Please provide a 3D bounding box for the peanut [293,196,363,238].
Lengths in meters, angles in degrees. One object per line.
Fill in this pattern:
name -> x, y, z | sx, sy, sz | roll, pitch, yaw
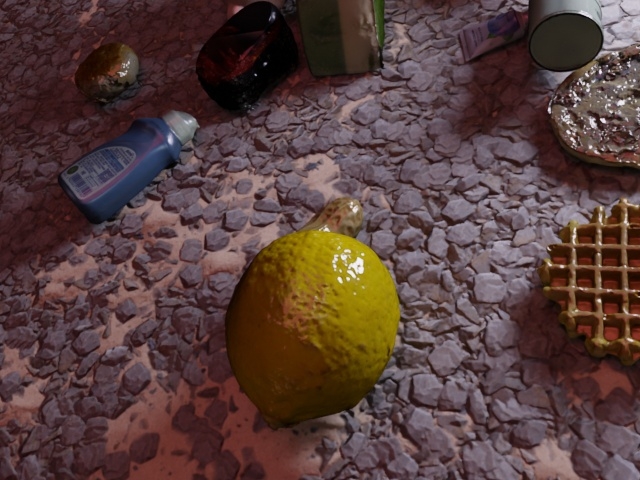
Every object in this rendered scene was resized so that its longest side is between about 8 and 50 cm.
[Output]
peanut -> 0.000, 0.000, 1.255 | 0.083, 0.093, 0.194 | 27, 72, 45

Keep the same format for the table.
table -> 0.436, -0.418, 1.331 | 0.126, 0.126, 0.220 | -1, 50, 18

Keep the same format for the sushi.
sushi -> -0.147, -0.374, 1.521 | 0.136, 0.126, 0.225 | 33, 80, 31

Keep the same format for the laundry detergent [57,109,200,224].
laundry detergent -> -0.374, -0.161, 1.484 | 0.290, 0.094, 0.143 | -37, 49, -10

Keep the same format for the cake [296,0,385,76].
cake -> 0.051, -0.496, 1.501 | 0.158, 0.172, 0.283 | -2, 57, 15

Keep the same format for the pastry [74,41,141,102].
pastry -> -0.473, -0.373, 1.648 | 0.153, 0.081, 0.153 | -8, 61, 15

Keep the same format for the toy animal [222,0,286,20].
toy animal -> -0.103, -0.598, 1.596 | 0.256, 0.195, 0.213 | -25, 8, 25

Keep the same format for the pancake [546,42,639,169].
pancake -> 0.529, -0.228, 1.246 | 0.282, 0.049, 0.282 | -9, 57, 14

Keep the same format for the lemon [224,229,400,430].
lemon -> -0.014, 0.125, 1.087 | 0.253, 0.253, 0.310 | 10, 64, 23

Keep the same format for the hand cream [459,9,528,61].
hand cream -> 0.338, -0.399, 1.421 | 0.142, 0.053, 0.084 | -17, 55, 20

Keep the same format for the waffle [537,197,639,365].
waffle -> 0.457, 0.051, 1.093 | 0.253, 0.056, 0.249 | -26, 55, 0
